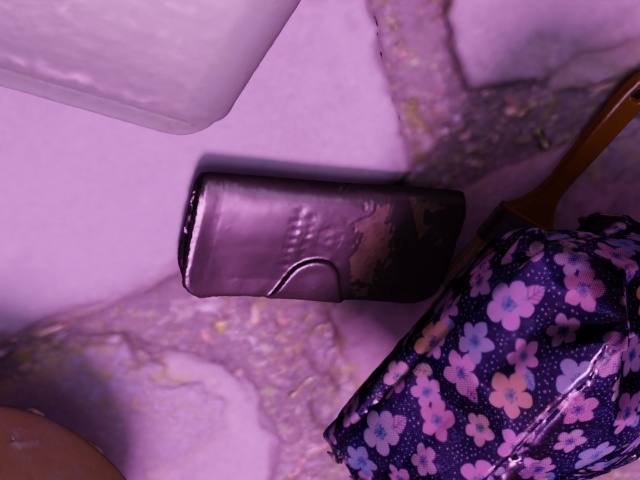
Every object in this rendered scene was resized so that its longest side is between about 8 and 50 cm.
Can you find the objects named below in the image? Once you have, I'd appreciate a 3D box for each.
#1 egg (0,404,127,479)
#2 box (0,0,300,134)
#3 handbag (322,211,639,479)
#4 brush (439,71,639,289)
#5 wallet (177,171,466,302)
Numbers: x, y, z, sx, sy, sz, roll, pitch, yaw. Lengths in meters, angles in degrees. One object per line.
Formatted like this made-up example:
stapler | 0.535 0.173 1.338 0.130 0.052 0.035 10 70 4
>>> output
egg | -0.172 0.178 0.853 0.164 0.164 0.201 -36 124 11
box | -0.132 -0.169 0.626 0.311 0.175 0.182 15 128 -24
handbag | 0.134 0.066 0.857 0.207 0.127 0.229 -9 145 -49
brush | 0.132 -0.029 0.881 0.043 0.014 0.170 26 114 -31
wallet | 0.000 0.000 0.864 0.156 0.018 0.082 5 123 -19
